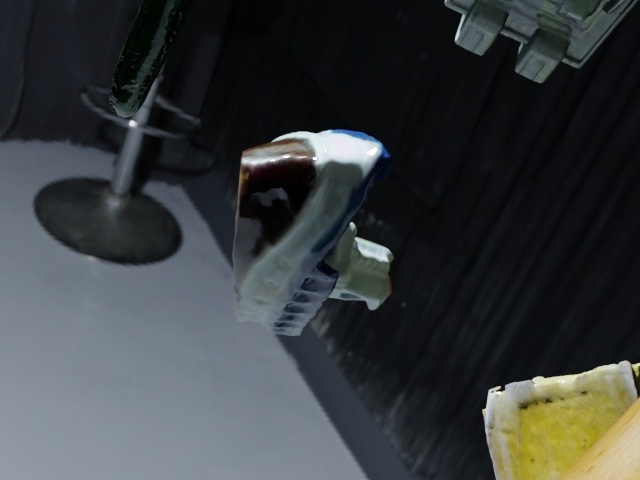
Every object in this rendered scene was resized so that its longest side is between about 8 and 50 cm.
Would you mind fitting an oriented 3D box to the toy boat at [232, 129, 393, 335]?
[{"bbox_3d":[0.000,0.000,0.714,0.115,0.262,0.114,5,68,-3],"label":"toy boat"}]

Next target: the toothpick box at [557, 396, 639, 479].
[{"bbox_3d":[0.093,0.154,0.357,0.192,0.294,0.192,46,17,-19],"label":"toothpick box"}]

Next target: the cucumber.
[{"bbox_3d":[-0.105,-0.159,0.711,0.036,0.184,0.033,43,29,26],"label":"cucumber"}]

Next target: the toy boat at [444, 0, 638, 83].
[{"bbox_3d":[0.213,-0.248,0.839,0.141,0.319,0.092,24,61,-5],"label":"toy boat"}]

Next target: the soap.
[{"bbox_3d":[0.199,0.201,0.722,0.076,0.135,0.233,2,73,-41],"label":"soap"}]
